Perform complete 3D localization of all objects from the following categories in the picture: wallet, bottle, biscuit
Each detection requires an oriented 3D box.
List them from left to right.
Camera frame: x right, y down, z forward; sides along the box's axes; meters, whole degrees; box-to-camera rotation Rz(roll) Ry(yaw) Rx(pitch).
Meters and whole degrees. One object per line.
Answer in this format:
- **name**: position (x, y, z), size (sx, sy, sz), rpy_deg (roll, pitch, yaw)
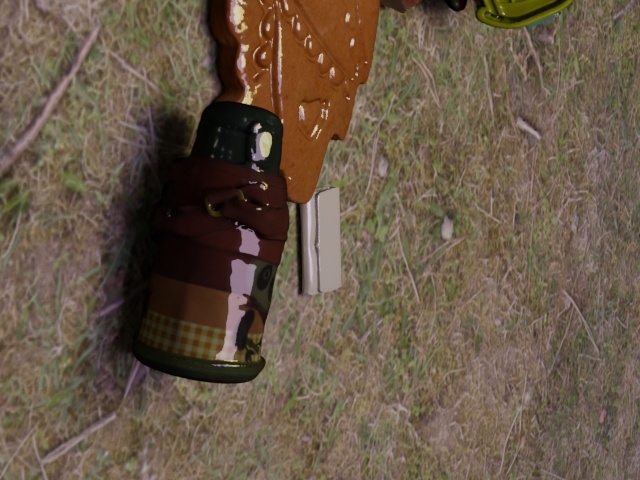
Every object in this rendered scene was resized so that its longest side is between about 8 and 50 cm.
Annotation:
- **bottle**: position (-0.101, -0.002, 1.355), size (0.143, 0.156, 0.271), rpy_deg (8, 95, -36)
- **biscuit**: position (-0.013, -0.206, 1.523), size (0.306, 0.043, 0.284), rpy_deg (-50, 134, -35)
- **wallet**: position (0.000, 0.000, 1.602), size (0.061, 0.025, 0.122), rpy_deg (-15, 110, -44)

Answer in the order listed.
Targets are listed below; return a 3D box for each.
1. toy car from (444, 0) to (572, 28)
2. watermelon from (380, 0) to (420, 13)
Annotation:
- **toy car**: position (0.232, -0.387, 1.701), size (0.142, 0.200, 0.247), rpy_deg (-47, 118, -69)
- **watermelon**: position (0.092, -0.319, 1.643), size (0.084, 0.072, 0.092), rpy_deg (56, 14, -29)
